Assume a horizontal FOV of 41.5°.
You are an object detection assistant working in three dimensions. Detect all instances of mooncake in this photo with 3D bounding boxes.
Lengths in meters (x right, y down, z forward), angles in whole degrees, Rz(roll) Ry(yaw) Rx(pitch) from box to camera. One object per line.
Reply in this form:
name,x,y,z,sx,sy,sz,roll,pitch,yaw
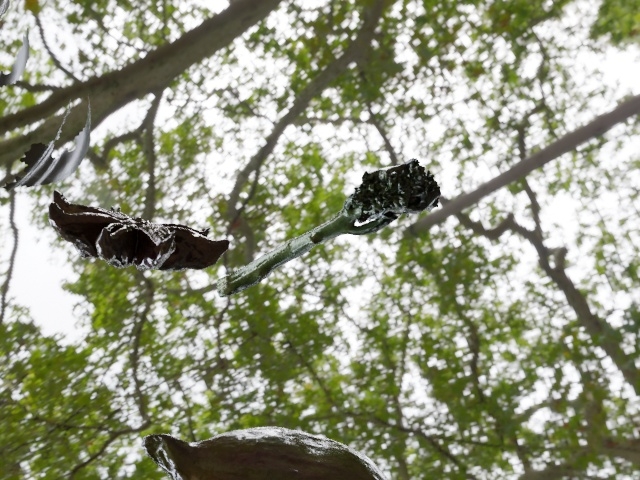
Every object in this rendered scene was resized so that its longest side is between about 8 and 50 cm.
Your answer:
mooncake,-0.191,-0.127,0.500,0.057,0.150,0.347,10,-141,-28

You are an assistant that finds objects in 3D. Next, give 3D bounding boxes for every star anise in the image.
star anise,-0.142,-0.002,0.629,0.141,0.141,0.042,12,-87,-35

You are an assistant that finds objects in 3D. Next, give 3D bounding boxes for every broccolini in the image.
broccolini,-0.002,0.004,0.765,0.071,0.254,0.058,49,-149,-15

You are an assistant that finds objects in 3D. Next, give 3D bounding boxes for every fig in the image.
fig,-0.030,0.147,0.469,0.154,0.109,0.103,38,-153,-13
